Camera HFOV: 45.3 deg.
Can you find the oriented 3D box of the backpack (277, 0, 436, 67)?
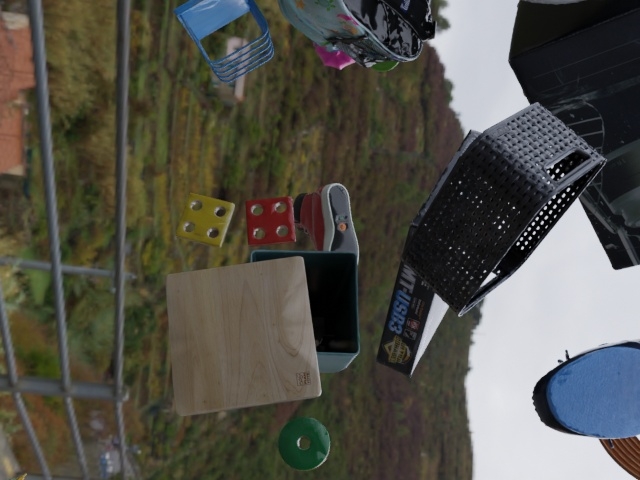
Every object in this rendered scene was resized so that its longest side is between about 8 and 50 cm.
[{"bbox_3d":[0.044,-0.394,1.119,0.253,0.191,0.225,19,79,-56],"label":"backpack"}]

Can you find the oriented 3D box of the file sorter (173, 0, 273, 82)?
[{"bbox_3d":[-0.146,-0.333,1.233,0.104,0.118,0.170,61,1,-2],"label":"file sorter"}]

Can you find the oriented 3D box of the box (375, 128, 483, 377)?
[{"bbox_3d":[0.193,0.017,1.216,0.293,0.073,0.295,-53,158,-47],"label":"box"}]

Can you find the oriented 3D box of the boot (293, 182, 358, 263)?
[{"bbox_3d":[0.000,0.000,1.799,0.176,0.088,0.244,-13,-100,53],"label":"boot"}]

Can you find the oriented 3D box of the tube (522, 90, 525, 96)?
[{"bbox_3d":[0.560,-0.323,1.664,0.070,0.240,0.062,-111,-149,-58],"label":"tube"}]

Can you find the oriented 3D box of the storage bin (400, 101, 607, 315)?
[{"bbox_3d":[0.167,-0.027,0.722,0.122,0.084,0.180,-30,156,-37],"label":"storage bin"}]

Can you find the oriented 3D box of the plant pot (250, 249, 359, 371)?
[{"bbox_3d":[-0.034,0.136,1.259,0.234,0.166,0.165,101,-11,-67],"label":"plant pot"}]

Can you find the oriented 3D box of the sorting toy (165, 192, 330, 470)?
[{"bbox_3d":[-0.073,0.083,0.726,0.046,0.132,0.274,84,-3,-72],"label":"sorting toy"}]

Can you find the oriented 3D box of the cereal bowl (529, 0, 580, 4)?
[{"bbox_3d":[0.319,-0.481,1.131,0.141,0.339,0.338,114,-18,-65],"label":"cereal bowl"}]

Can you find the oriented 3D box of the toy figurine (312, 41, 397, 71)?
[{"bbox_3d":[0.050,-0.393,1.514,0.173,0.159,0.130,26,-56,42],"label":"toy figurine"}]

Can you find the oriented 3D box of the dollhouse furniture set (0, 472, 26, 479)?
[{"bbox_3d":[-0.459,0.377,0.843,0.151,0.198,0.301,73,20,-47],"label":"dollhouse furniture set"}]

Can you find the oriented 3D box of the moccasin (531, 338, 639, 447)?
[{"bbox_3d":[0.422,0.205,1.060,0.117,0.342,0.137,-25,-109,62],"label":"moccasin"}]

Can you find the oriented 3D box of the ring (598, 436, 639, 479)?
[{"bbox_3d":[0.652,0.308,1.346,0.336,0.337,0.032,-90,167,-49],"label":"ring"}]

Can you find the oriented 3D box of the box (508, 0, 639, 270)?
[{"bbox_3d":[0.631,-0.257,1.247,0.471,0.480,0.297,52,38,-28],"label":"box"}]
